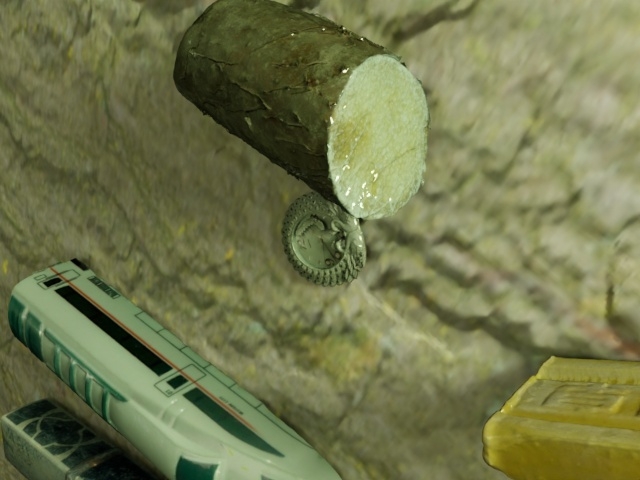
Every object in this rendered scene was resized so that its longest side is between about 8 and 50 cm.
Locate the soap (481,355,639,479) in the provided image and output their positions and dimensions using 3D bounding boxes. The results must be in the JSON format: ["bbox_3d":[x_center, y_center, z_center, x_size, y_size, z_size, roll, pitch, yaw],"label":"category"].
[{"bbox_3d":[0.204,0.093,0.340,0.252,0.092,0.037,-4,104,42],"label":"soap"}]

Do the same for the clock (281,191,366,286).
[{"bbox_3d":[0.000,0.000,0.547,0.083,0.010,0.074,-15,95,44],"label":"clock"}]

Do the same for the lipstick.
[{"bbox_3d":[-0.270,0.273,0.836,0.290,0.077,0.076,17,116,38],"label":"lipstick"}]

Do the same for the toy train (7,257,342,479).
[{"bbox_3d":[-0.149,0.151,0.679,0.407,0.088,0.086,30,122,30],"label":"toy train"}]

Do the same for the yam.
[{"bbox_3d":[-0.018,-0.097,0.469,0.183,0.107,0.107,34,124,32],"label":"yam"}]
